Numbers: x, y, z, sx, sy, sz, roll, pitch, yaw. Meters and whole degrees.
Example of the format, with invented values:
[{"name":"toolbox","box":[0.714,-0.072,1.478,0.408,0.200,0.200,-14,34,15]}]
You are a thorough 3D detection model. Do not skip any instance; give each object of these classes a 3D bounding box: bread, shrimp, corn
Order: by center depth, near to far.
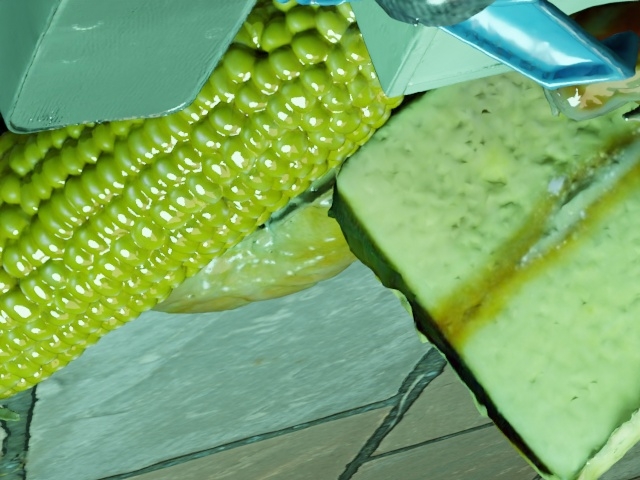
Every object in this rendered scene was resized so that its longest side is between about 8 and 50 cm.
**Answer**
[{"name":"corn","box":[-0.073,-0.022,0.656,0.260,0.091,0.091,-32,-161,23]},{"name":"bread","box":[0.151,0.008,0.718,0.167,0.163,0.264,-45,151,11]},{"name":"shrimp","box":[-0.012,-0.036,0.739,0.145,0.061,0.267,3,153,-34]}]

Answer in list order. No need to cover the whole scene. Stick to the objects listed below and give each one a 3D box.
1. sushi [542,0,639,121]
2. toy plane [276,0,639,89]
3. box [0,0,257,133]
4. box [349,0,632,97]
[{"name":"sushi","box":[0.177,-0.064,0.507,0.226,0.103,0.097,-13,160,0]},{"name":"toy plane","box":[-0.011,-0.111,0.384,0.271,0.105,0.254,-9,141,18]},{"name":"box","box":[-0.066,-0.087,0.515,0.084,0.069,0.122,-9,159,-26]},{"name":"box","box":[0.125,-0.134,0.548,0.225,0.086,0.129,-13,160,-19]}]
